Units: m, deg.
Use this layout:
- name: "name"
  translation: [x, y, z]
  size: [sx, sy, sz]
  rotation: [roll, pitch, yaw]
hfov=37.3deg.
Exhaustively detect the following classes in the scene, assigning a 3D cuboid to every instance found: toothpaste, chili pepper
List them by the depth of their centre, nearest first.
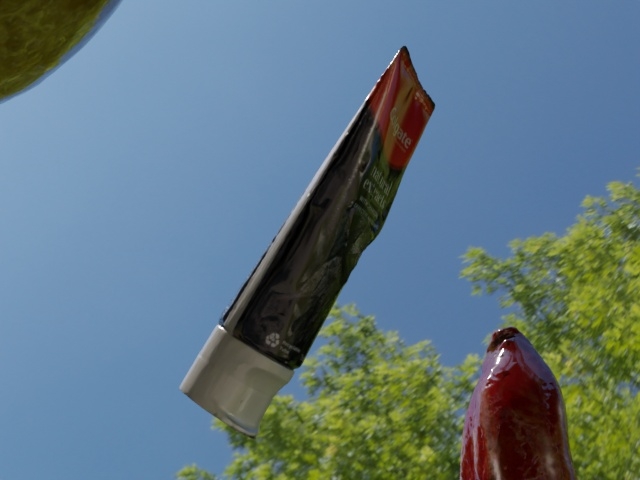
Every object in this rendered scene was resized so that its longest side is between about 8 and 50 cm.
- name: "toothpaste"
  translation: [0.000, 0.000, 0.458]
  size: [0.045, 0.071, 0.193]
  rotation: [29, -97, 25]
- name: "chili pepper"
  translation: [0.149, 0.190, 0.715]
  size: [0.136, 0.144, 0.253]
  rotation: [-11, -103, 35]

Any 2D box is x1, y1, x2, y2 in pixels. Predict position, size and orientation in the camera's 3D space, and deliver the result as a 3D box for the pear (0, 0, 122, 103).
- name: "pear"
  translation: [-0.230, -0.194, 0.412]
  size: [0.304, 0.304, 0.304]
  rotation: [2, -84, 23]
